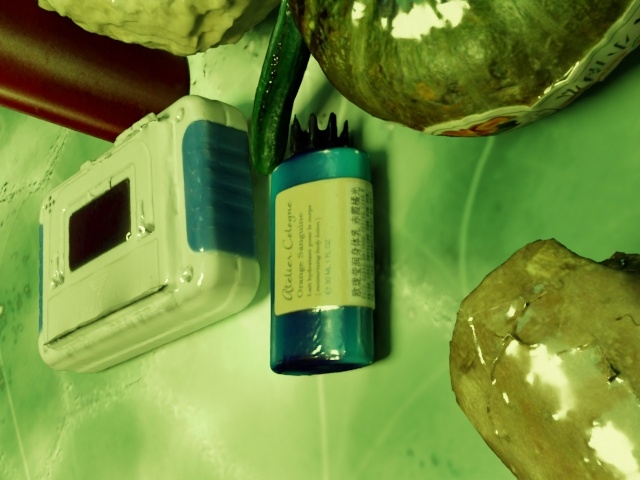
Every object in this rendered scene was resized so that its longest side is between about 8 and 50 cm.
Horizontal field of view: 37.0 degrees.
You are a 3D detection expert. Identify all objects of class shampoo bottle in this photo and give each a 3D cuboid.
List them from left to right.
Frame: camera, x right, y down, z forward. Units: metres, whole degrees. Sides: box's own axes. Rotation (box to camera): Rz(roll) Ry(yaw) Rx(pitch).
[{"bbox_3d":[-0.227,-0.149,0.780,0.064,0.260,0.102,0,79,43],"label":"shampoo bottle"},{"bbox_3d":[0.000,0.000,0.670,0.087,0.050,0.183,-16,68,43],"label":"shampoo bottle"}]

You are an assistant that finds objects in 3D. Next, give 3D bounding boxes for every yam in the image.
[{"bbox_3d":[0.166,0.110,0.431,0.129,0.128,0.238,-35,55,-10],"label":"yam"}]

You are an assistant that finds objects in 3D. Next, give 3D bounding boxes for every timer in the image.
[{"bbox_3d":[-0.158,0.000,0.795,0.253,0.078,0.178,-26,62,41],"label":"timer"}]

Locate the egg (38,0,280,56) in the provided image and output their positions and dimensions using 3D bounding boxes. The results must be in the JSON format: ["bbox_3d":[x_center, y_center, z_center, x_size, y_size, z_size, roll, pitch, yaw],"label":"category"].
[{"bbox_3d":[-0.118,-0.287,0.722,0.279,0.279,0.310,-27,58,36],"label":"egg"}]

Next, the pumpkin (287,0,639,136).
[{"bbox_3d":[0.093,-0.194,0.556,0.260,0.189,0.260,7,103,33],"label":"pumpkin"}]

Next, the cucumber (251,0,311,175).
[{"bbox_3d":[-0.030,-0.108,0.685,0.036,0.033,0.184,-59,-7,-38],"label":"cucumber"}]
